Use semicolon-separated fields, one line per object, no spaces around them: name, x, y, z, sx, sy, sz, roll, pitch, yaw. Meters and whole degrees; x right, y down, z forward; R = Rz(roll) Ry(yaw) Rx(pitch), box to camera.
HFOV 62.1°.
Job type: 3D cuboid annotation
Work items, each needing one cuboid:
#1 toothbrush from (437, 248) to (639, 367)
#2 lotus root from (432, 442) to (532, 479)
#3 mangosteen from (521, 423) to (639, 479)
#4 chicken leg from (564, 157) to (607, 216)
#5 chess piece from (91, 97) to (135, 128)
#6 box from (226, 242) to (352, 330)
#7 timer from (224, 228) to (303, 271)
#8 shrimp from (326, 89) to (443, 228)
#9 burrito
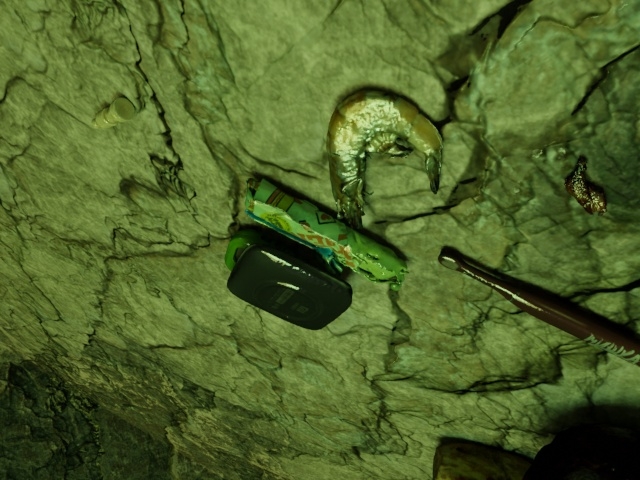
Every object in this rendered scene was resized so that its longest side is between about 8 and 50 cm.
toothbrush;0.336;0.102;0.779;0.364;0.040;0.041;26;142;0
lotus root;0.385;0.570;1.189;0.291;0.193;0.193;8;139;21
mangosteen;0.529;0.480;0.884;0.381;0.421;0.381;54;173;10
chicken leg;0.306;-0.059;0.620;0.036;0.021;0.083;-11;126;51
chess piece;-0.322;-0.188;0.811;0.092;0.035;0.035;-8;131;40
box;-0.057;0.087;0.901;0.201;0.042;0.212;24;147;-13
timer;-0.098;0.040;0.941;0.140;0.047;0.128;27;144;-2
shrimp;0.080;-0.092;0.689;0.150;0.051;0.217;9;136;9
burrito;0.000;0.000;0.832;0.288;0.054;0.104;28;143;-3
